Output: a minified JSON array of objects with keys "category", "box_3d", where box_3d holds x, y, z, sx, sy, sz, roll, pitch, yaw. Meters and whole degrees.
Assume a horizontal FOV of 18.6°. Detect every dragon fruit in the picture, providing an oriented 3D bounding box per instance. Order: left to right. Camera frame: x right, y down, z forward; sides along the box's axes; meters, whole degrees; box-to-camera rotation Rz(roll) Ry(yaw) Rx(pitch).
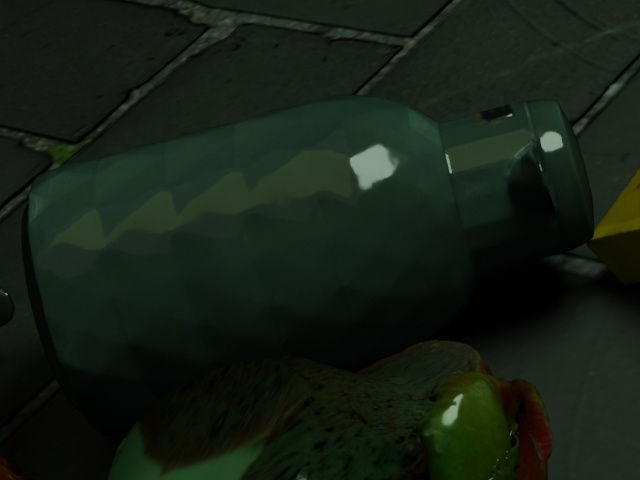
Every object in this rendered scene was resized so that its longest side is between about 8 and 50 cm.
[{"category":"dragon fruit","box_3d":[-0.016,0.137,0.775,0.268,0.130,0.295,-29,19,25]}]

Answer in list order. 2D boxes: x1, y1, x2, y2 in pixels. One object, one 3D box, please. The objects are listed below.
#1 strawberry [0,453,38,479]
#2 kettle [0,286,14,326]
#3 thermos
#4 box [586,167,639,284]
[{"category":"strawberry","box_3d":[-0.295,0.134,0.989,0.306,0.138,0.233,-21,33,1]},{"category":"kettle","box_3d":[-0.286,0.009,1.043,0.240,0.165,0.255,29,11,19]},{"category":"thermos","box_3d":[0.000,0.000,1.032,0.286,0.145,0.182,-14,1,5]},{"category":"box","box_3d":[0.257,-0.094,1.004,0.269,0.043,0.152,-52,16,-22]}]
